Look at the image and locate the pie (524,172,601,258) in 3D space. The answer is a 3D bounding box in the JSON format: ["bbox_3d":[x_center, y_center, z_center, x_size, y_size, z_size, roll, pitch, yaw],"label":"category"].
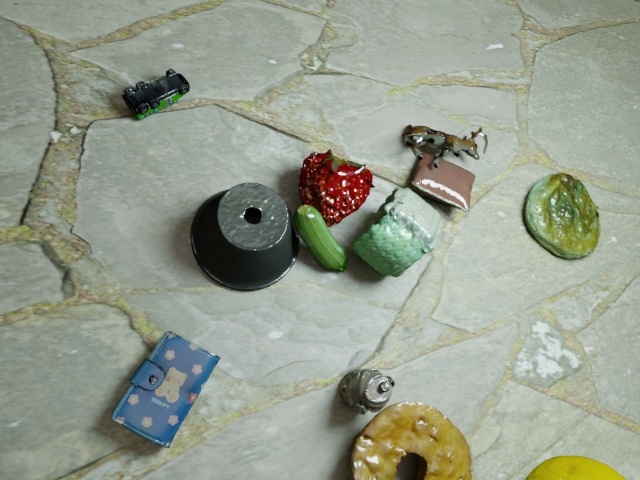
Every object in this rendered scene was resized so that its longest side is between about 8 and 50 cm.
[{"bbox_3d":[0.750,-0.073,1.287,0.277,0.078,0.277,4,72,-12],"label":"pie"}]

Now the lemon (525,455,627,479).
[{"bbox_3d":[0.583,0.599,0.931,0.254,0.228,0.228,0,72,-17],"label":"lemon"}]

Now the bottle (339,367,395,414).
[{"bbox_3d":[0.103,0.330,0.928,0.099,0.152,0.098,4,72,-14],"label":"bottle"}]

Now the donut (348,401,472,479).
[{"bbox_3d":[0.181,0.495,0.916,0.278,0.108,0.277,5,71,-13],"label":"donut"}]

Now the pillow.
[{"bbox_3d":[0.349,-0.165,1.202,0.179,0.075,0.171,24,49,1],"label":"pillow"}]

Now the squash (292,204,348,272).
[{"bbox_3d":[0.000,0.000,1.018,0.219,0.077,0.068,53,35,-33],"label":"squash"}]

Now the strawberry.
[{"bbox_3d":[0.027,-0.123,1.065,0.187,0.184,0.201,21,96,-12],"label":"strawberry"}]

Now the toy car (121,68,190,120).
[{"bbox_3d":[-0.415,-0.371,1.077,0.165,0.062,0.071,-37,85,-23],"label":"toy car"}]

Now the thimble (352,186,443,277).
[{"bbox_3d":[0.191,-0.018,1.037,0.150,0.219,0.219,38,66,-1],"label":"thimble"}]

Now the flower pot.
[{"bbox_3d":[-0.165,-0.031,0.975,0.269,0.166,0.269,5,68,-13],"label":"flower pot"}]

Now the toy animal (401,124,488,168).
[{"bbox_3d":[0.365,-0.290,1.219,0.243,0.087,0.260,29,40,7],"label":"toy animal"}]

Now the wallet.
[{"bbox_3d":[-0.320,0.302,0.873,0.141,0.059,0.202,29,67,-2],"label":"wallet"}]
